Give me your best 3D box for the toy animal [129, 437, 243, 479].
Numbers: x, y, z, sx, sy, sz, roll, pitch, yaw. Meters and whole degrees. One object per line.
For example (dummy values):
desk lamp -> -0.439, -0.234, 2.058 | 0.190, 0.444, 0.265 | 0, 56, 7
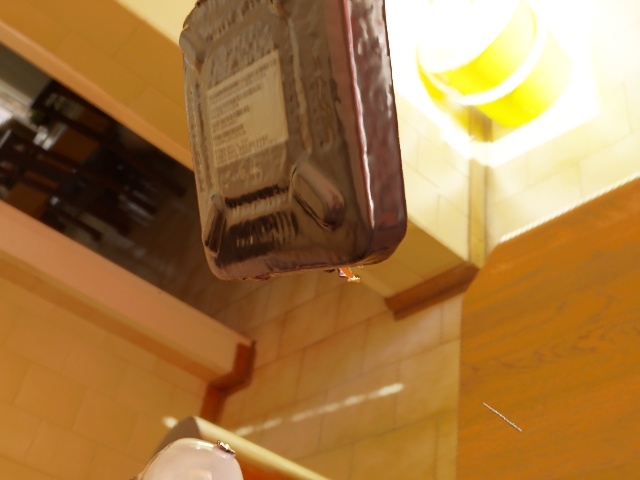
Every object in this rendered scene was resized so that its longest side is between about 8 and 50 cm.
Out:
toy animal -> -0.233, 0.494, 1.324 | 0.250, 0.251, 0.309 | -89, 11, -47

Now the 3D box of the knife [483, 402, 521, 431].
knife -> 0.347, 0.338, 1.425 | 0.005, 0.091, 0.014 | -53, -1, -8

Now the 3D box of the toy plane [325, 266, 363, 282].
toy plane -> -0.007, 0.008, 1.053 | 0.062, 0.188, 0.135 | -50, 61, 29

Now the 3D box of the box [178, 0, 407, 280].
box -> -0.040, -0.109, 0.672 | 0.290, 0.073, 0.288 | -9, 86, 55
